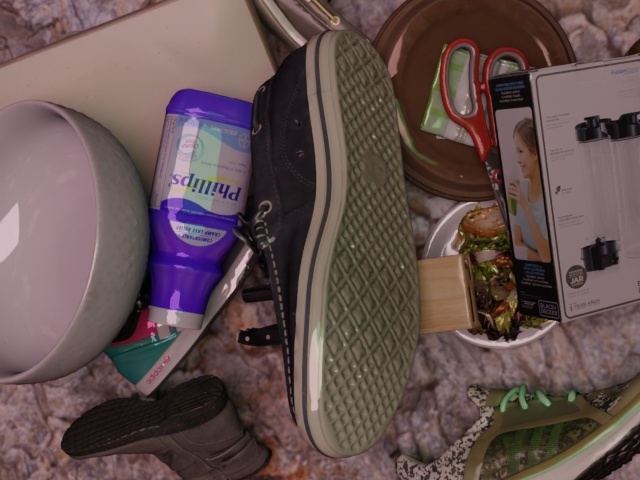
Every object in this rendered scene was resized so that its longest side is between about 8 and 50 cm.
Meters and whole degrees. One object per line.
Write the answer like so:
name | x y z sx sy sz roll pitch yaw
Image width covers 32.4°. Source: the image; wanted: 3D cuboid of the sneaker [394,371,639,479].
sneaker | 0.257 0.229 1.341 0.410 0.158 0.182 -35 65 4

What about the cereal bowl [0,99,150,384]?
cereal bowl | -0.320 0.009 1.327 0.339 0.141 0.339 -11 73 39

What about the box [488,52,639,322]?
box | 0.306 -0.064 1.291 0.169 0.087 0.290 -13 99 -23

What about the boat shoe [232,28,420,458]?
boat shoe | 0.000 0.000 1.227 0.156 0.187 0.500 -20 60 34

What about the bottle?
bottle | -0.151 -0.036 1.331 0.118 0.092 0.282 12 87 -14

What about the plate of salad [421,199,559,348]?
plate of salad | 0.225 0.038 1.386 0.200 0.048 0.199 0 89 11

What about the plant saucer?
plant saucer | 0.191 -0.185 1.357 0.278 0.041 0.277 0 94 -7

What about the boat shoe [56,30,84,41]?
boat shoe | -0.241 -0.214 1.480 0.233 0.084 0.079 15 128 5

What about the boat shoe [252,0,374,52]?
boat shoe | -0.013 -0.285 1.409 0.091 0.109 0.305 -42 87 -3

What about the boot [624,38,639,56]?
boot | 0.490 -0.138 1.302 0.305 0.115 0.112 38 92 7

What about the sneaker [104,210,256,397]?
sneaker | -0.202 0.041 1.435 0.178 0.124 0.295 39 98 -4

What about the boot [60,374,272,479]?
boot | -0.199 0.277 1.428 0.247 0.083 0.161 -17 122 14

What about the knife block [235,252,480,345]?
knife block | 0.030 0.081 1.333 0.242 0.276 0.088 -8 88 -18

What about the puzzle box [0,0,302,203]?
puzzle box | -0.241 -0.148 1.421 0.409 0.052 0.272 -18 114 10

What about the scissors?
scissors | 0.199 -0.093 1.317 0.109 0.021 0.297 -3 95 -6

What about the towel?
towel | 0.206 -0.165 1.328 0.152 0.023 0.113 14 91 -7
